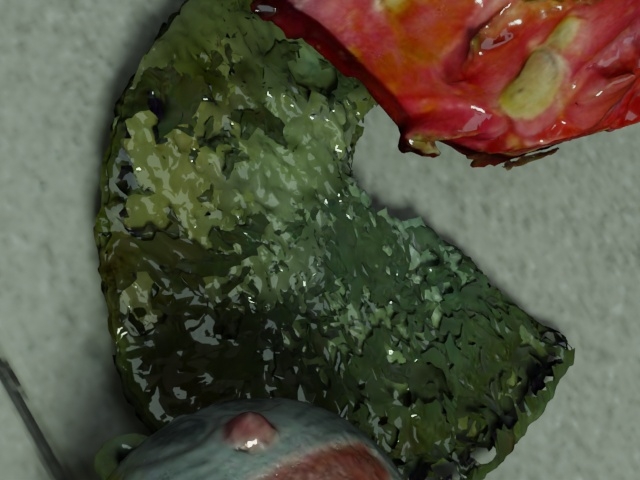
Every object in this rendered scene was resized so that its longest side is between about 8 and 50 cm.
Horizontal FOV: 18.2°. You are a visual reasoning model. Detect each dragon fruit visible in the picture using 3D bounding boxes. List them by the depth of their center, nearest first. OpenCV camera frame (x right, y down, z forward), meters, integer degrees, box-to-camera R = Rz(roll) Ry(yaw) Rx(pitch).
[{"bbox_3d":[0.091,-0.130,0.760,0.163,0.189,0.261,40,42,11],"label":"dragon fruit"}]

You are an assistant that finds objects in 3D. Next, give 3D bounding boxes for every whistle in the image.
[{"bbox_3d":[0.004,0.124,0.612,0.123,0.123,0.223,-24,49,-36],"label":"whistle"}]

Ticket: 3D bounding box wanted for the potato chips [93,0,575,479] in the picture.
[{"bbox_3d":[0.002,-0.001,0.746,0.202,0.029,0.220,-14,82,-34],"label":"potato chips"}]
